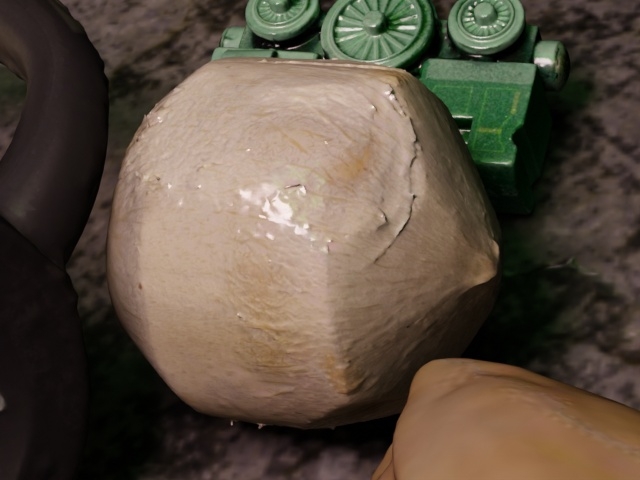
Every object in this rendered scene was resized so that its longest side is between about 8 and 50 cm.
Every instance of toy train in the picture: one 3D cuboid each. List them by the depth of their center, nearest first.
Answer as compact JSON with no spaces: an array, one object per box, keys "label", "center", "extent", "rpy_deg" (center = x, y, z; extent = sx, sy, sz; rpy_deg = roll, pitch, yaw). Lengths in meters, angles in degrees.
[{"label":"toy train","center":[0.029,-0.070,0.922],"extent":[0.178,0.071,0.104],"rpy_deg":[5,62,20]}]

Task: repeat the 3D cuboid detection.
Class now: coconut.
[{"label":"coconut","center":[0.001,-0.002,0.811],"extent":[0.162,0.161,0.161],"rpy_deg":[3,51,19]}]

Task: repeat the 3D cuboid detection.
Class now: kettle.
[{"label":"kettle","center":[-0.242,-0.009,0.842],"extent":[0.321,0.228,0.324],"rpy_deg":[-43,43,-10]}]

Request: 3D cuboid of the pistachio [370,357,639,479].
[{"label":"pistachio","center":[0.117,0.152,0.626],"extent":[0.293,0.181,0.162],"rpy_deg":[32,103,39]}]
